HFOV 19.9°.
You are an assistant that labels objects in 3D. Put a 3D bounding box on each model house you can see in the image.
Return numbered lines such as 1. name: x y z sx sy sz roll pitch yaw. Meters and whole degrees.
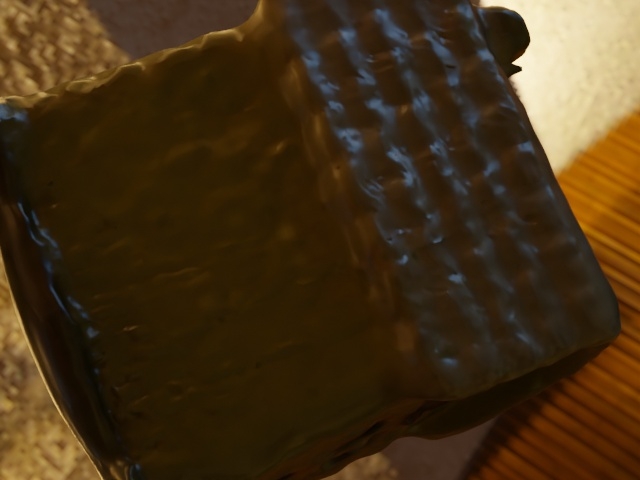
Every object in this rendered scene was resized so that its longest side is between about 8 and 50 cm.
1. model house: 0.000 0.000 0.750 0.234 0.193 0.175 -24 -14 -1
